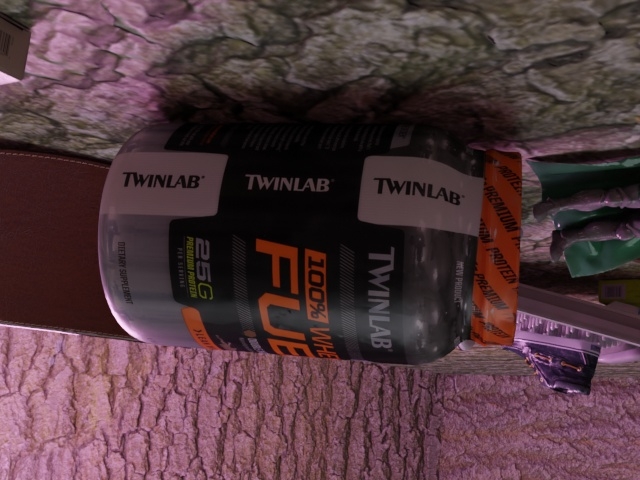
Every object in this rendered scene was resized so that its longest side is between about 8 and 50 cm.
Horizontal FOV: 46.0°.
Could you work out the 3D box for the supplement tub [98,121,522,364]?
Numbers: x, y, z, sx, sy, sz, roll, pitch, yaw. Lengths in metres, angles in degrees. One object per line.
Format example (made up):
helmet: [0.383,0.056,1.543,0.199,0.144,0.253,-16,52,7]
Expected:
supplement tub: [0.000,0.000,0.664,0.338,0.207,0.207,2,167,13]

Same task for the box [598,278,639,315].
box: [0.537,0.098,1.232,0.109,0.042,0.178,-5,163,40]

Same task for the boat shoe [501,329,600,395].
boat shoe: [0.355,0.195,1.211,0.065,0.083,0.183,24,166,-35]

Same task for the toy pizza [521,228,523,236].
toy pizza: [0.139,-0.021,0.904,0.201,0.032,0.201,6,166,1]

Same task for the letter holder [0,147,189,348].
letter holder: [-0.288,-0.013,0.923,0.302,0.214,0.152,11,-162,-24]

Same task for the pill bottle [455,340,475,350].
pill bottle: [0.219,0.170,1.539,0.184,0.103,0.103,-3,164,32]

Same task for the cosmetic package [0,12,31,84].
cosmetic package: [-0.274,-0.138,0.548,0.115,0.041,0.060,-1,166,29]

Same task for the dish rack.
dish rack: [0.361,0.122,1.239,0.333,0.072,0.285,16,168,5]

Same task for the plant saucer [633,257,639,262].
plant saucer: [0.436,-0.015,0.788,0.278,0.041,0.278,6,167,1]

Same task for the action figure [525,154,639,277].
action figure: [0.309,-0.033,0.658,0.232,0.063,0.137,-14,120,35]
